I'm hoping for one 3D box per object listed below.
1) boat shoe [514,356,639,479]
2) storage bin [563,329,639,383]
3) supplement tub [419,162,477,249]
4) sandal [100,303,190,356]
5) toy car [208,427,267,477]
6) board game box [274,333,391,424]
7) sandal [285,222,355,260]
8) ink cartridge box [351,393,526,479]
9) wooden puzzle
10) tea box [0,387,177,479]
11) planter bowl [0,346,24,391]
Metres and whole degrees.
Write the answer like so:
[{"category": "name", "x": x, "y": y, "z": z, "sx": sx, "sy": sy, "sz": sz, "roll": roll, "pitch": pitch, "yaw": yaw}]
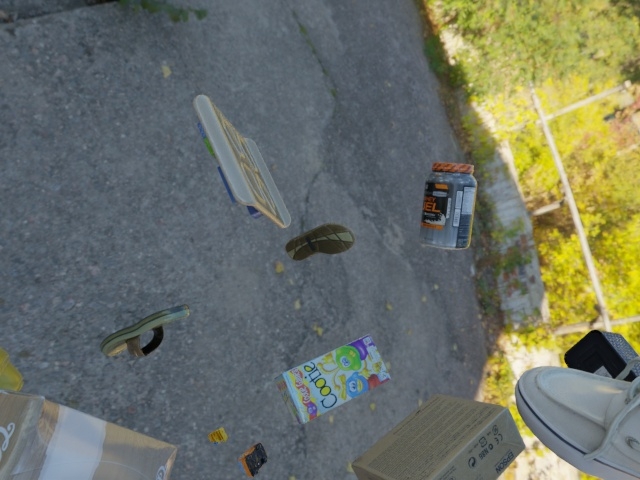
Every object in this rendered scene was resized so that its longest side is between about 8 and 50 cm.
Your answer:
[{"category": "boat shoe", "x": 0.349, "y": 0.175, "z": 0.471, "sx": 0.136, "sy": 0.367, "sz": 0.156, "roll": -24, "pitch": 113, "yaw": -23}, {"category": "storage bin", "x": 0.671, "y": 0.308, "z": 1.129, "sx": 0.084, "sy": 0.122, "sz": 0.180, "roll": 12, "pitch": 37, "yaw": -26}, {"category": "supplement tub", "x": 0.293, "y": -0.080, "z": 1.124, "sx": 0.117, "sy": 0.117, "sz": 0.190, "roll": -6, "pitch": 103, "yaw": -55}, {"category": "sandal", "x": -0.431, "y": 0.239, "z": 1.203, "sx": 0.120, "sy": 0.303, "sz": 0.086, "roll": -23, "pitch": 88, "yaw": -58}, {"category": "toy car", "x": -0.139, "y": 0.344, "z": 0.823, "sx": 0.122, "sy": 0.041, "sz": 0.060, "roll": 56, "pitch": 27, "yaw": -17}, {"category": "board game box", "x": 0.031, "y": 0.392, "z": 1.389, "sx": 0.275, "sy": 0.144, "sz": 0.142, "roll": -20, "pitch": 75, "yaw": -20}, {"category": "sandal", "x": 0.000, "y": 0.000, "z": 1.113, "sx": 0.049, "sy": 0.180, "sz": 0.072, "roll": -39, "pitch": 108, "yaw": -55}, {"category": "ink cartridge box", "x": 0.203, "y": 0.378, "z": 0.858, "sx": 0.235, "sy": 0.193, "sz": 0.088, "roll": -29, "pitch": 94, "yaw": -27}, {"category": "wooden puzzle", "x": -0.220, "y": -0.191, "z": 1.344, "sx": 0.322, "sy": 0.081, "sz": 0.348, "roll": 64, "pitch": 9, "yaw": 13}, {"category": "tea box", "x": -0.343, "y": 0.290, "z": 0.383, "sx": 0.220, "sy": 0.324, "sz": 0.328, "roll": 69, "pitch": 27, "yaw": -56}, {"category": "planter bowl", "x": -0.713, "y": 0.339, "z": 1.065, "sx": 0.090, "sy": 0.217, "sz": 0.217, "roll": 28, "pitch": 51, "yaw": -21}]
